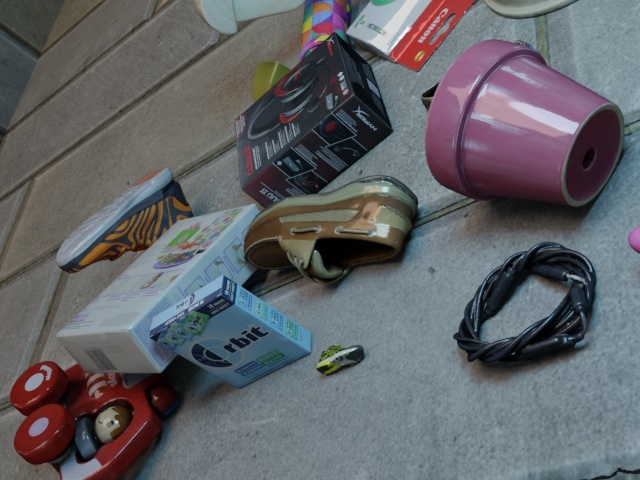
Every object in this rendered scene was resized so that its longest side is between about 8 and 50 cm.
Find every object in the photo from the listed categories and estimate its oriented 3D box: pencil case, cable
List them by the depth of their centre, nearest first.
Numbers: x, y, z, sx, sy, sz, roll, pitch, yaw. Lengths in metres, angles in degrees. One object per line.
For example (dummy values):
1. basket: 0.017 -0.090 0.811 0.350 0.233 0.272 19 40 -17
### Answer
1. cable: 0.233 0.075 1.007 0.184 0.047 0.150 -26 42 36
2. pencil case: 0.011 -0.409 1.671 0.104 0.104 0.236 -29 40 32

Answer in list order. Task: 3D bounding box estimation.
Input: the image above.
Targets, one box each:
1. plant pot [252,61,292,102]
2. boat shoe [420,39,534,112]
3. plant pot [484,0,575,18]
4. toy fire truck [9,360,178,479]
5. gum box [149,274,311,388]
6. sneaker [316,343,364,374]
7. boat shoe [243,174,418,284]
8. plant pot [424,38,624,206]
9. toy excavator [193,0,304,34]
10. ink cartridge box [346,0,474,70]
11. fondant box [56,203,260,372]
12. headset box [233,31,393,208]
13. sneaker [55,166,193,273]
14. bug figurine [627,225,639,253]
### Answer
1. plant pot: -0.090 -0.305 1.722 0.081 0.081 0.083 17 86 55
2. boat shoe: 0.232 -0.243 1.278 0.183 0.066 0.066 -36 37 25
3. plant pot: 0.299 -0.563 1.272 0.334 0.305 0.333 -31 39 29
4. toy fire truck: -0.375 0.290 1.470 0.254 0.169 0.302 -33 35 -4
5. gum box: -0.132 0.140 1.266 0.157 0.184 0.041 -31 40 31
6. sneaker: 0.026 0.158 1.195 0.083 0.031 0.035 -28 41 33
7. boat shoe: 0.000 0.000 1.295 0.324 0.123 0.119 -19 49 41
8. plant pot: 0.259 -0.130 1.049 0.180 0.201 0.201 27 82 40
9. toy excavator: 0.013 -0.575 1.611 0.222 0.433 0.445 48 125 58
10. ink cartridge box: 0.160 -0.409 1.532 0.181 0.056 0.225 -51 32 3
11. fondant box: -0.255 0.081 1.450 0.238 0.096 0.330 -9 32 46
12. headset box: -0.033 -0.195 1.517 0.293 0.110 0.218 -37 37 23
13. sneaker: -0.345 0.005 1.630 0.125 0.180 0.321 -13 24 43
14. bug figurine: 0.425 -0.041 0.855 0.216 0.072 0.279 3 63 52
